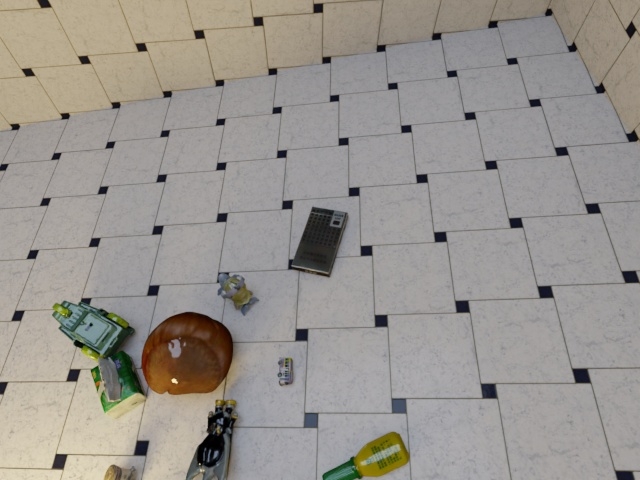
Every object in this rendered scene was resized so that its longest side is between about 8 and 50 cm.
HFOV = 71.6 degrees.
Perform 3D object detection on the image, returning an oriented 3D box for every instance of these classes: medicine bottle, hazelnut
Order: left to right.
[{"bbox_3d":[-0.512,0.430,1.724,0.371,0.316,0.372,5,30,-3],"label":"hazelnut"},{"bbox_3d":[0.153,0.769,1.529,0.308,0.076,0.111,-23,56,-4],"label":"medicine bottle"}]

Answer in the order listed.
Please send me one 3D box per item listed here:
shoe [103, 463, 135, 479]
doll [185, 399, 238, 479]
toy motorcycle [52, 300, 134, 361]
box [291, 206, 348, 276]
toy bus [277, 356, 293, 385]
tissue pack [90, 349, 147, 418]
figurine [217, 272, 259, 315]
[{"bbox_3d":[-0.738,0.898,1.603,0.089,0.092,0.180,13,85,45],"label":"shoe"},{"bbox_3d":[-0.389,0.742,1.624,0.145,0.103,0.317,7,54,1],"label":"doll"},{"bbox_3d":[-0.981,0.374,1.899,0.326,0.200,0.191,27,67,11],"label":"toy motorcycle"},{"bbox_3d":[0.001,0.000,2.020,0.180,0.047,0.325,11,62,15],"label":"box"},{"bbox_3d":[-0.136,0.515,1.742,0.057,0.052,0.102,-6,57,7],"label":"toy bus"},{"bbox_3d":[-0.818,0.567,1.770,0.147,0.156,0.209,-30,59,-11],"label":"tissue pack"},{"bbox_3d":[-0.357,0.218,1.890,0.128,0.183,0.208,-47,106,-16],"label":"figurine"}]
